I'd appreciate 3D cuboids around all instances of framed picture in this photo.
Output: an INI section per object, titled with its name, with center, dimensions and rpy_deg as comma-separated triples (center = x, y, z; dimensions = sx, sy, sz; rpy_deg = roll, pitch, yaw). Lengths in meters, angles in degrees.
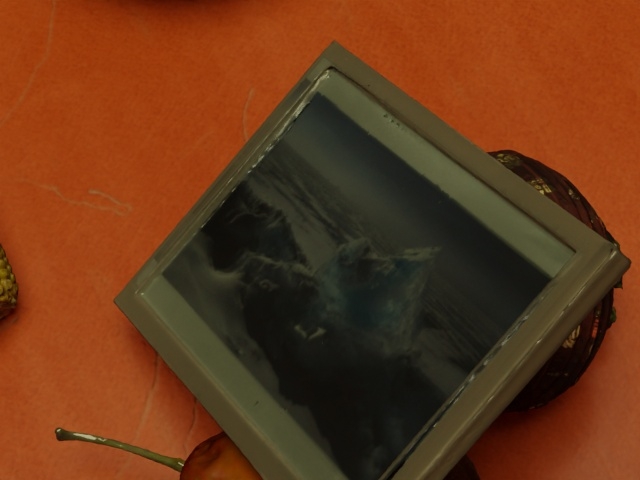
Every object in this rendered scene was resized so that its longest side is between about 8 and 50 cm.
[framed picture]
center = 0.020, 0.037, 1.568
dimensions = 0.326, 0.028, 0.446
rpy_deg = -50, 40, 1

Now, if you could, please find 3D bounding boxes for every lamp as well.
[lamp]
center = 0.160, 0.039, 1.659
dimensions = 0.247, 0.247, 0.247
rpy_deg = -2, 62, 3

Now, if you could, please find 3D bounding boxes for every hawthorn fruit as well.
[hawthorn fruit]
center = -0.099, 0.217, 1.634
dimensions = 0.285, 0.165, 0.165
rpy_deg = 22, 65, 29

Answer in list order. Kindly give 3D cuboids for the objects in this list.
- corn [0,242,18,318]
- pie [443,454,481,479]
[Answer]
[corn]
center = -0.378, -0.039, 1.783
dimensions = 0.106, 0.106, 0.293
rpy_deg = -30, 76, -11
[pie]
center = 0.078, 0.210, 1.608
dimensions = 0.049, 0.182, 0.182
rpy_deg = -38, 59, 25
